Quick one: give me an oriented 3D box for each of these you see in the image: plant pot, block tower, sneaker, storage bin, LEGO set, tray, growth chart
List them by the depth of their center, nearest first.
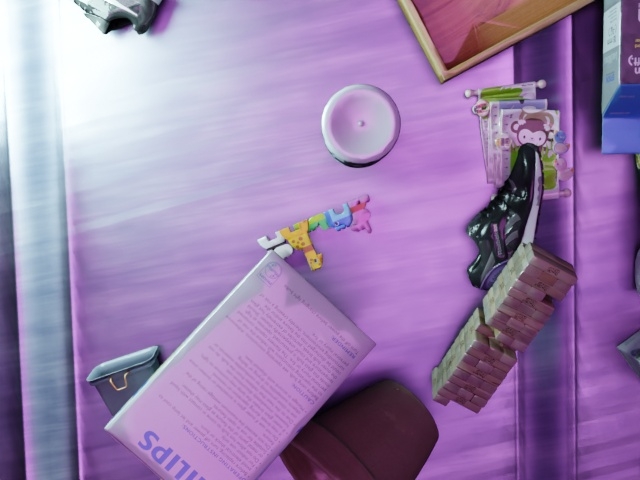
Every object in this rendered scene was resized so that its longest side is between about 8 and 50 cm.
[{"bbox_3d":[0.322,0.160,1.404,0.097,0.091,0.335,28,115,-5],"label":"block tower"},{"bbox_3d":[0.085,0.379,1.411,0.229,0.263,0.263,-38,91,-24],"label":"plant pot"},{"bbox_3d":[0.358,-0.473,1.424,0.411,0.076,0.202,-28,92,5],"label":"tray"},{"bbox_3d":[0.331,-0.039,1.426,0.124,0.107,0.283,7,102,9],"label":"sneaker"},{"bbox_3d":[-0.417,-0.443,1.461,0.234,0.078,0.106,14,92,0],"label":"sneaker"},{"bbox_3d":[0.000,0.000,1.464,0.227,0.087,0.093,-22,92,5],"label":"LEGO set"},{"bbox_3d":[0.377,-0.183,1.466,0.172,0.021,0.237,-12,95,4],"label":"growth chart"},{"bbox_3d":[-0.362,0.275,1.500,0.135,0.098,0.091,-20,103,4],"label":"storage bin"}]

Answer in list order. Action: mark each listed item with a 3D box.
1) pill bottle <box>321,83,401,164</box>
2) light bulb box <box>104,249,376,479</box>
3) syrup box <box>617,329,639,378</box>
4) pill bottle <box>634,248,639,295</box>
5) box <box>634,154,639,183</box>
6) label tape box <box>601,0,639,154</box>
[{"bbox_3d":[0.068,-0.192,1.368,0.130,0.245,0.130,0,93,1],"label":"pill bottle"},{"bbox_3d":[-0.128,0.229,1.320,0.225,0.358,0.361,42,83,0],"label":"light bulb box"},{"bbox_3d":[0.616,0.217,1.369,0.093,0.237,0.096,-36,90,5],"label":"syrup box"},{"bbox_3d":[0.695,0.058,1.414,0.221,0.121,0.121,0,94,3],"label":"pill bottle"},{"bbox_3d":[0.667,-0.087,1.393,0.175,0.051,0.220,-2,64,3],"label":"box"},{"bbox_3d":[0.615,-0.316,1.335,0.241,0.106,0.333,-1,94,3],"label":"label tape box"}]
